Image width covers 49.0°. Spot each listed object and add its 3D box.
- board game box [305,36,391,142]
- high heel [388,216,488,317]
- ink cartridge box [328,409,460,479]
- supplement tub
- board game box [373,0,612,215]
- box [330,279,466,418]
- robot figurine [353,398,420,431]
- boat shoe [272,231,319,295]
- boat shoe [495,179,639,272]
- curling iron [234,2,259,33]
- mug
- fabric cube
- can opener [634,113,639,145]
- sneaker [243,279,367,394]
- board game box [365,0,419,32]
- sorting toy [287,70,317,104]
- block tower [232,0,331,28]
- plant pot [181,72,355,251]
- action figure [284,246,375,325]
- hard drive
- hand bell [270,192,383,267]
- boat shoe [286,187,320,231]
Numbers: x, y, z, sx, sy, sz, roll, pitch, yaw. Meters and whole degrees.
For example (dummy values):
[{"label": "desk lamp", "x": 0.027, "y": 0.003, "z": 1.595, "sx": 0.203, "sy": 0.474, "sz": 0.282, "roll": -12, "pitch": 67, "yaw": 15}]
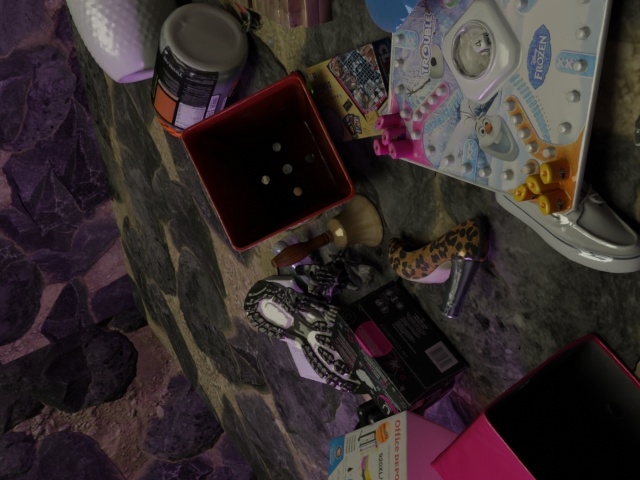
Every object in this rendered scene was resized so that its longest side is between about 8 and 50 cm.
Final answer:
[{"label": "board game box", "x": 0.070, "y": -0.278, "z": 1.342, "sx": 0.243, "sy": 0.042, "sz": 0.165, "roll": 4, "pitch": 116, "yaw": 60}, {"label": "high heel", "x": 0.215, "y": 0.000, "z": 1.309, "sx": 0.261, "sy": 0.093, "sz": 0.186, "roll": 49, "pitch": 129, "yaw": 53}, {"label": "ink cartridge box", "x": 0.151, "y": 0.474, "z": 1.416, "sx": 0.233, "sy": 0.168, "sz": 0.171, "roll": -34, "pitch": 38, "yaw": 39}, {"label": "supplement tub", "x": -0.310, "y": -0.404, "z": 1.744, "sx": 0.207, "sy": 0.207, "sz": 0.338, "roll": 60, "pitch": 153, "yaw": 10}, {"label": "board game box", "x": 0.214, "y": -0.267, "z": 0.991, "sx": 0.390, "sy": 0.050, "sz": 0.389, "roll": 29, "pitch": 125, "yaw": 50}, {"label": "box", "x": 0.158, "y": 0.240, "z": 1.487, "sx": 0.247, "sy": 0.163, "sz": 0.142, "roll": 51, "pitch": 153, "yaw": 24}, {"label": "robot figurine", "x": 0.181, "y": 0.505, "z": 1.670, "sx": 0.174, "sy": 0.209, "sz": 0.278, "roll": -14, "pitch": 104, "yaw": 18}, {"label": "boat shoe", "x": -0.033, "y": 0.073, "z": 1.794, "sx": 0.083, "sy": 0.076, "sz": 0.226, "roll": 20, "pitch": 151, "yaw": 49}, {"label": "boat shoe", "x": 0.343, "y": -0.047, "z": 0.982, "sx": 0.258, "sy": 0.095, "sz": 0.084, "roll": 38, "pitch": 147, "yaw": 41}, {"label": "curling iron", "x": -0.221, "y": -0.580, "z": 1.623, "sx": 0.274, "sy": 0.035, "sz": 0.068, "roll": 55, "pitch": 152, "yaw": 18}, {"label": "mug", "x": -0.505, "y": -0.604, "z": 1.891, "sx": 0.374, "sy": 0.276, "sz": 0.328, "roll": -63, "pitch": -44, "yaw": -81}, {"label": "fabric cube", "x": 0.373, "y": 0.349, "z": 1.091, "sx": 0.259, "sy": 0.254, "sz": 0.258, "roll": 52, "pitch": 153, "yaw": 22}, {"label": "can opener", "x": 0.461, "y": -0.145, "z": 0.737, "sx": 0.095, "sy": 0.076, "sz": 0.283, "roll": 37, "pitch": 159, "yaw": -18}, {"label": "sneaker", "x": 0.010, "y": 0.227, "z": 1.800, "sx": 0.410, "sy": 0.182, "sz": 0.158, "roll": 37, "pitch": 108, "yaw": 12}, {"label": "board game box", "x": 0.125, "y": -0.387, "z": 1.012, "sx": 0.169, "sy": 0.033, "sz": 0.133, "roll": -45, "pitch": 58, "yaw": 48}, {"label": "sorting toy", "x": -0.047, "y": -0.322, "z": 1.518, "sx": 0.102, "sy": 0.042, "sz": 0.061, "roll": 47, "pitch": 149, "yaw": 31}, {"label": "block tower", "x": -0.113, "y": -0.521, "z": 1.417, "sx": 0.335, "sy": 0.091, "sz": 0.097, "roll": 37, "pitch": 142, "yaw": 42}, {"label": "plant pot", "x": -0.088, "y": -0.156, "z": 1.473, "sx": 0.267, "sy": 0.267, "sz": 0.236, "roll": 65, "pitch": -171, "yaw": 0}, {"label": "action figure", "x": 0.031, "y": 0.106, "z": 1.569, "sx": 0.141, "sy": 0.276, "sz": 0.164, "roll": 29, "pitch": 102, "yaw": 20}, {"label": "hard drive", "x": -0.058, "y": 0.253, "z": 2.028, "sx": 0.210, "sy": 0.040, "sz": 0.318, "roll": -5, "pitch": 108, "yaw": 62}, {"label": "hand bell", "x": 0.000, "y": 0.000, "z": 1.482, "sx": 0.126, "sy": 0.242, "sz": 0.126, "roll": 43, "pitch": 146, "yaw": 38}, {"label": "boat shoe", "x": -0.079, "y": -0.071, "z": 1.735, "sx": 0.104, "sy": 0.089, "sz": 0.285, "roll": 62, "pitch": 153, "yaw": 8}]
